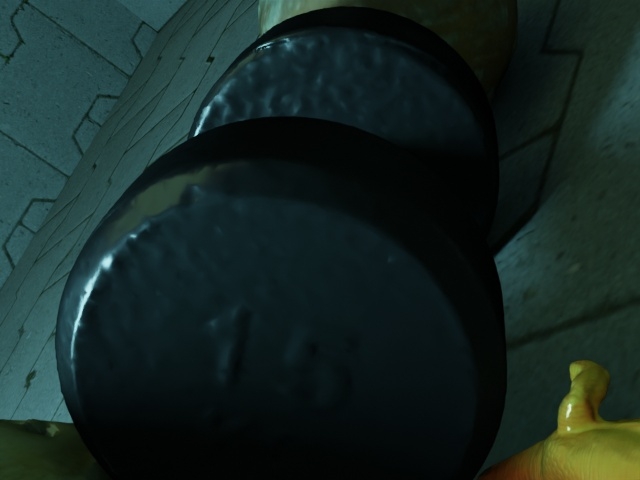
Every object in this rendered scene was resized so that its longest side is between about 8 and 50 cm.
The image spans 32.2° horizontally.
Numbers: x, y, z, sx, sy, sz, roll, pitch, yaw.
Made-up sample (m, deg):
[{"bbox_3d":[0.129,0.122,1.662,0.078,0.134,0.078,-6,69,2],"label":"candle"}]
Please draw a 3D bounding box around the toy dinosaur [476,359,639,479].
[{"bbox_3d":[0.150,0.083,0.392,0.288,0.070,0.117,-29,29,46],"label":"toy dinosaur"}]

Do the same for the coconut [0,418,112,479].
[{"bbox_3d":[-0.192,0.254,0.513,0.346,0.346,0.360,-22,38,58],"label":"coconut"}]

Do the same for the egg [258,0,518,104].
[{"bbox_3d":[0.052,-0.165,0.846,0.203,0.203,0.245,-45,0,25],"label":"egg"}]

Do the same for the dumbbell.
[{"bbox_3d":[0.000,0.000,0.615,0.204,0.204,0.322,-46,10,22],"label":"dumbbell"}]
